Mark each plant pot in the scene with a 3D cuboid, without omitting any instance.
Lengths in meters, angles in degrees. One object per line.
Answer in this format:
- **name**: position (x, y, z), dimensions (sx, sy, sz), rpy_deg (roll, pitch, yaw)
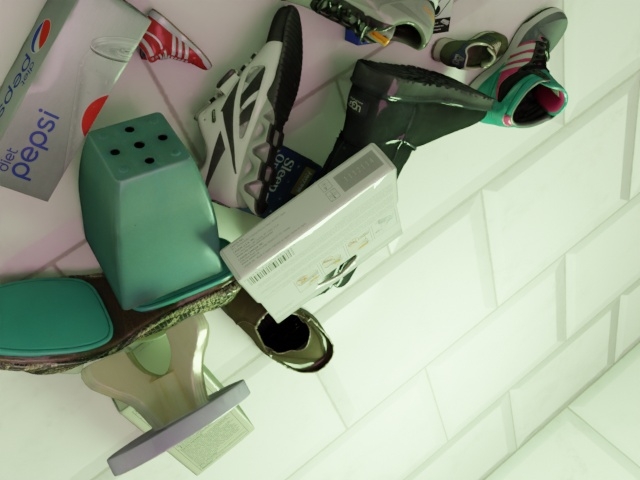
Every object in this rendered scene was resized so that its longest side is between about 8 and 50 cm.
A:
- **plant pot**: position (-0.250, -0.052, 0.925), dimensions (0.166, 0.165, 0.234), rpy_deg (-23, 149, -24)

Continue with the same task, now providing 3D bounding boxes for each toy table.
- **toy table**: position (-0.244, 0.232, 1.022), dimensions (0.252, 0.160, 0.274), rpy_deg (-29, 175, 21)

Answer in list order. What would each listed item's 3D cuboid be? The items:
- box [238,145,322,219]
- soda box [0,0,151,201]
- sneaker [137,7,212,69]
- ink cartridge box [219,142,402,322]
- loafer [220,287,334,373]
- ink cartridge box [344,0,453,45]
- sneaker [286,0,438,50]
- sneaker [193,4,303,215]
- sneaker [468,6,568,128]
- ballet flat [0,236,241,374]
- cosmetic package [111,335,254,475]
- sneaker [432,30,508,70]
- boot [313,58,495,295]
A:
- **box**: position (-0.093, -0.108, 1.153), dimensions (0.225, 0.036, 0.136), rpy_deg (20, 106, -47)
- **soda box**: position (-0.344, -0.200, 0.839), dimensions (0.098, 0.091, 0.286), rpy_deg (24, 104, -47)
- **sneaker**: position (-0.216, -0.270, 0.927), dimensions (0.118, 0.042, 0.067), rpy_deg (37, 90, -40)
- **ink cartridge box**: position (0.000, 0.000, 1.084), dimensions (0.296, 0.066, 0.261), rpy_deg (-36, 157, -6)
- **loafer**: position (-0.073, 0.202, 1.326), dimensions (0.134, 0.130, 0.366), rpy_deg (-47, 138, 0)
- **ink cartridge box**: position (0.140, -0.404, 1.115), dimensions (0.207, 0.046, 0.097), rpy_deg (-17, 128, -28)
- **sneaker**: position (0.059, -0.357, 0.970), dimensions (0.272, 0.100, 0.108), rpy_deg (5, 82, -19)
- **sneaker**: position (-0.121, -0.215, 0.992), dimensions (0.122, 0.146, 0.330), rpy_deg (38, 67, -77)
- **sneaker**: position (0.445, -0.341, 1.310), dimensions (0.295, 0.178, 0.124), rpy_deg (-49, 138, 1)
- **ballet flat**: position (-0.343, 0.128, 1.054), dimensions (0.483, 0.164, 0.182), rpy_deg (-17, 149, -31)
- **cosmetic package**: position (-0.272, 0.324, 1.269), dimensions (0.160, 0.113, 0.309), rpy_deg (-37, 136, -12)
- **sneaker**: position (0.316, -0.364, 1.256), dimensions (0.192, 0.086, 0.064), rpy_deg (-15, 129, -31)
- **boot**: position (0.123, -0.107, 1.246), dimensions (0.367, 0.146, 0.445), rpy_deg (-3, 123, -42)
